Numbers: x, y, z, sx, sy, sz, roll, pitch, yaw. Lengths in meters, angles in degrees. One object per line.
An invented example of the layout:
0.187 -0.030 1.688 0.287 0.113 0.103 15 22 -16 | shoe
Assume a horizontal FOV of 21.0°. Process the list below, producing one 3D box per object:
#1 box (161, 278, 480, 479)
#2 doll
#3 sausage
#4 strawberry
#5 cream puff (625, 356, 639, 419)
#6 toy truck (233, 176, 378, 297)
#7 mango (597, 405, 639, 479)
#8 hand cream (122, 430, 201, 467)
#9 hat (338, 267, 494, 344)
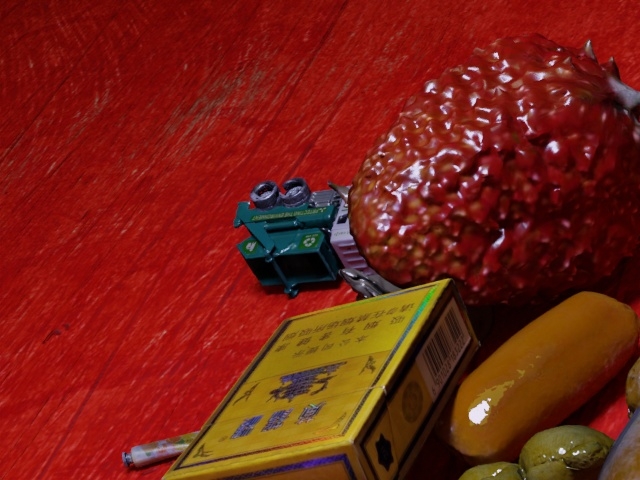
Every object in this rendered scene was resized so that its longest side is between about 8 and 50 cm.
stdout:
0.008 0.153 1.562 0.193 0.084 0.301 -16 18 28 | box
0.165 0.228 1.489 0.209 0.097 0.137 -24 -11 11 | doll
0.206 0.130 1.628 0.238 0.098 0.098 -37 30 -24 | sausage
0.164 -0.066 1.774 0.343 0.292 0.292 -10 21 -21 | strawberry
0.341 0.142 1.470 0.165 0.115 0.150 15 51 38 | cream puff
0.000 0.000 2.024 0.216 0.110 0.116 -6 43 29 | toy truck
0.329 0.157 1.265 0.384 0.199 0.221 -49 -7 -43 | mango
-0.158 0.218 1.821 0.102 0.022 0.035 -16 19 4 | hand cream
0.103 0.076 1.845 0.147 0.085 0.175 -13 44 -24 | hat
